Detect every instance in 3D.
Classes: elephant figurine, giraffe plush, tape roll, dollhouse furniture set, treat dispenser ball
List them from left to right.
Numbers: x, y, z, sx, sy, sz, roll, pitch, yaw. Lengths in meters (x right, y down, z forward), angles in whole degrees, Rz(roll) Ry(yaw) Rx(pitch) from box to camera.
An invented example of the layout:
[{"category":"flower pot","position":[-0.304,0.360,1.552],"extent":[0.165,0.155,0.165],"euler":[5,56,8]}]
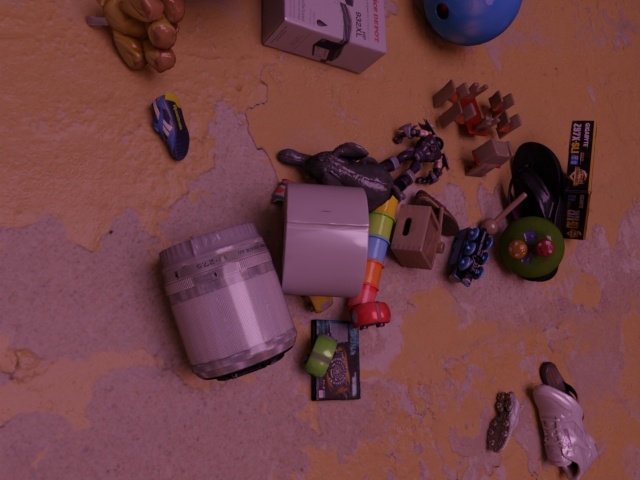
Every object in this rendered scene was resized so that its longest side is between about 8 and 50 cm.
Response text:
[{"category":"giraffe plush","position":[-0.363,-0.480,1.234],"extent":[0.210,0.181,0.170],"euler":[27,48,13]},{"category":"tape roll","position":[0.000,0.000,1.252],"extent":[0.169,0.246,0.246],"euler":[3,76,-5]},{"category":"elephant figurine","position":[0.048,-0.157,1.382],"extent":[0.239,0.186,0.169],"euler":[26,40,-37]},{"category":"treat dispenser ball","position":[0.450,-0.727,1.707],"extent":[0.288,0.288,0.288],"euler":[8,75,-31]},{"category":"dollhouse furniture set","position":[0.476,-0.340,1.754],"extent":[0.262,0.135,0.259],"euler":[1,67,-32]}]

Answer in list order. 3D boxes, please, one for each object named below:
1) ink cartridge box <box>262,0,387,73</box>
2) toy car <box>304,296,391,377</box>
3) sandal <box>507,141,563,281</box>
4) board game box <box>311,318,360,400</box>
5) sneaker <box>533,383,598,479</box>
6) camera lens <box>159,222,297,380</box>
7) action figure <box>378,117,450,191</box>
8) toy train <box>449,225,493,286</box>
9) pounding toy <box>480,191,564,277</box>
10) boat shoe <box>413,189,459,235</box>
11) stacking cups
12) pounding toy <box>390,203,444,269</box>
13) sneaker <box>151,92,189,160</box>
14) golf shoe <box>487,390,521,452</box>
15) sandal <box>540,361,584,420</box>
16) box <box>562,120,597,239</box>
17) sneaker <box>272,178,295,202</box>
[{"category":"ink cartridge box","position":[0.013,-0.594,1.494],"extent":[0.307,0.129,0.223],"euler":[6,75,-31]},{"category":"toy car","position":[0.029,0.203,1.317],"extent":[0.239,0.053,0.225],"euler":[23,69,2]},{"category":"sandal","position":[0.648,-0.099,1.758],"extent":[0.107,0.167,0.446],"euler":[10,75,-35]},{"category":"board game box","position":[0.037,0.284,1.369],"extent":[0.126,0.026,0.186],"euler":[8,74,-31]},{"category":"sneaker","position":[0.704,0.560,1.674],"extent":[0.152,0.114,0.305],"euler":[-38,100,-34]},{"category":"camera lens","position":[-0.183,0.124,1.151],"extent":[0.219,0.219,0.274],"euler":[-18,89,-34]},{"category":"action figure","position":[0.255,-0.226,1.589],"extent":[0.285,0.099,0.185],"euler":[-35,91,-37]},{"category":"toy train","position":[0.415,0.044,1.616],"extent":[0.080,0.105,0.184],"euler":[32,63,-17]},{"category":"pounding toy","position":[0.590,0.000,1.663],"extent":[0.237,0.183,0.110],"euler":[54,18,11]},{"category":"boat shoe","position":[0.329,-0.079,1.615],"extent":[0.178,0.064,0.060],"euler":[38,39,-27]},{"category":"stacking cups","position":[0.132,0.031,1.458],"extent":[0.096,0.096,0.316],"euler":[20,73,-27]},{"category":"pounding toy","position":[0.267,-0.017,1.542],"extent":[0.206,0.094,0.181],"euler":[48,53,-56]},{"category":"sneaker","position":[-0.327,-0.244,1.250],"extent":[0.053,0.059,0.144],"euler":[-35,117,-64]},{"category":"golf shoe","position":[0.523,0.514,1.603],"extent":[0.086,0.069,0.176],"euler":[40,62,-26]},{"category":"sandal","position":[0.747,0.467,1.756],"extent":[0.090,0.060,0.219],"euler":[-30,95,-33]},{"category":"box","position":[0.825,-0.184,1.843],"extent":[0.322,0.079,0.257],"euler":[54,48,-56]},{"category":"sneaker","position":[-0.043,-0.075,1.380],"extent":[0.161,0.057,0.075],"euler":[35,81,-6]}]
